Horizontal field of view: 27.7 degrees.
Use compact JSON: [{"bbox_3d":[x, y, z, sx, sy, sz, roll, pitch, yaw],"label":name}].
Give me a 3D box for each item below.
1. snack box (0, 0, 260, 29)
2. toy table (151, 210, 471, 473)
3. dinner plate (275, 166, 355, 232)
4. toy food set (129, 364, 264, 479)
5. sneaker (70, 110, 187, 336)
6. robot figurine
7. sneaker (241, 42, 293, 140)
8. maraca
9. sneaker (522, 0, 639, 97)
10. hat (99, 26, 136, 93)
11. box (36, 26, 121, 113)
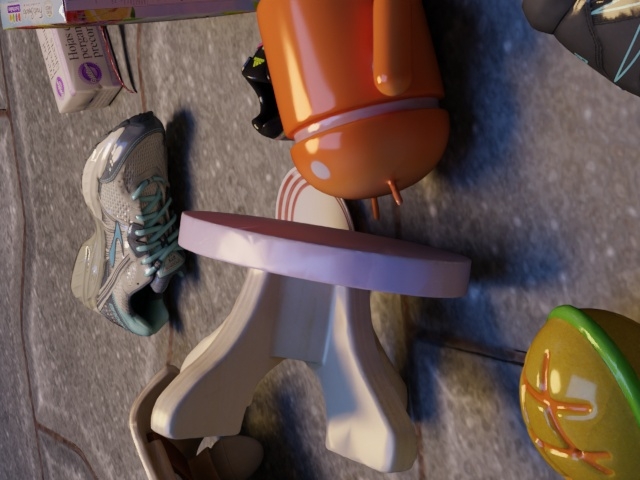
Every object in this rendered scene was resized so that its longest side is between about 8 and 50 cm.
[{"bbox_3d":[-0.170,-0.234,1.191,0.174,0.207,0.070,13,111,59],"label":"snack box"},{"bbox_3d":[-0.014,0.071,1.020,0.274,0.252,0.161,16,99,57],"label":"toy table"},{"bbox_3d":[0.000,0.000,1.172,0.141,0.017,0.141,26,121,55],"label":"dinner plate"},{"bbox_3d":[-0.076,0.286,1.277,0.306,0.092,0.220,63,180,22],"label":"toy food set"},{"bbox_3d":[-0.191,-0.013,1.436,0.122,0.110,0.283,37,135,26],"label":"sneaker"},{"bbox_3d":[0.025,-0.127,0.975,0.158,0.128,0.219,-16,85,35],"label":"robot figurine"},{"bbox_3d":[-0.031,-0.162,1.111,0.063,0.074,0.170,24,120,55],"label":"sneaker"},{"bbox_3d":[0.181,0.114,0.832,0.186,0.099,0.127,75,169,-52],"label":"maraca"},{"bbox_3d":[0.218,-0.176,0.693,0.106,0.101,0.267,51,146,8],"label":"sneaker"},{"bbox_3d":[-0.282,-0.312,1.511,0.173,0.208,0.183,7,151,34],"label":"hat"},{"bbox_3d":[-0.318,-0.314,1.558,0.067,0.063,0.324,-35,70,58],"label":"box"}]
